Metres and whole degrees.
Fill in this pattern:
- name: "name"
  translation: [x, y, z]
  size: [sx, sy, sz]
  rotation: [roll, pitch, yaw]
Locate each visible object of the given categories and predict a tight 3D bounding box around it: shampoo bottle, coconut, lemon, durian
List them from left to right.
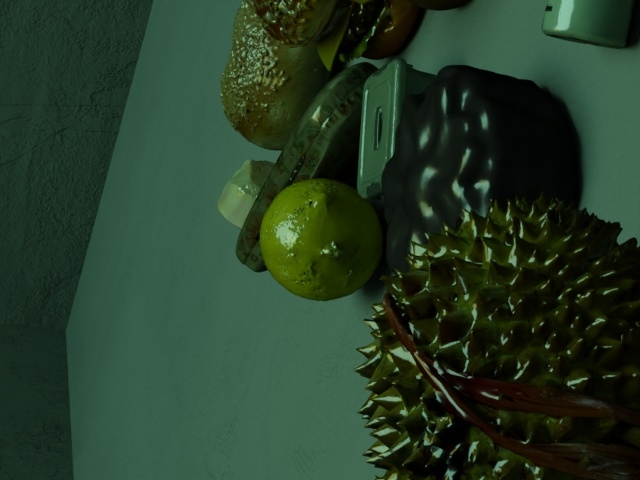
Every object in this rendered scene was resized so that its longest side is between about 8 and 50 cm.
- name: "coconut"
  translation: [-0.111, -0.068, 2.402]
  size: [0.116, 0.116, 0.122]
  rotation: [-103, 33, -47]
- name: "lemon"
  translation: [0.000, 0.000, 1.950]
  size: [0.206, 0.173, 0.174]
  rotation: [139, 136, -70]
- name: "durian"
  translation: [0.182, 0.144, 1.159]
  size: [0.347, 0.347, 0.384]
  rotation: [-118, 9, -61]
- name: "shampoo bottle"
  translation: [0.285, -0.325, 1.383]
  size: [0.085, 0.085, 0.262]
  rotation: [-149, 69, -70]

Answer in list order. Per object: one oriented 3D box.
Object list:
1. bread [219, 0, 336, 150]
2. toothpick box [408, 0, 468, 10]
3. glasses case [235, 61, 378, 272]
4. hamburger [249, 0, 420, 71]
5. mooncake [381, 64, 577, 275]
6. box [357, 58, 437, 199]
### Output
- name: "bread"
  translation: [-0.070, -0.261, 2.277]
  size: [0.192, 0.171, 0.314]
  rotation: [-98, 23, -49]
- name: "toothpick box"
  translation: [0.055, -0.387, 1.760]
  size: [0.192, 0.294, 0.192]
  rotation: [-171, 90, -72]
- name: "glasses case"
  translation: [-0.016, -0.100, 2.089]
  size: [0.156, 0.098, 0.425]
  rotation: [-41, -11, -39]
- name: "hamburger"
  translation: [0.016, -0.396, 1.997]
  size: [0.291, 0.225, 0.291]
  rotation: [-174, 90, -70]
- name: "mooncake"
  translation: [0.162, -0.049, 1.548]
  size: [0.283, 0.141, 0.283]
  rotation: [-174, 90, -72]
- name: "box"
  translation: [0.112, -0.136, 1.800]
  size: [0.124, 0.092, 0.172]
  rotation: [158, 118, -68]
